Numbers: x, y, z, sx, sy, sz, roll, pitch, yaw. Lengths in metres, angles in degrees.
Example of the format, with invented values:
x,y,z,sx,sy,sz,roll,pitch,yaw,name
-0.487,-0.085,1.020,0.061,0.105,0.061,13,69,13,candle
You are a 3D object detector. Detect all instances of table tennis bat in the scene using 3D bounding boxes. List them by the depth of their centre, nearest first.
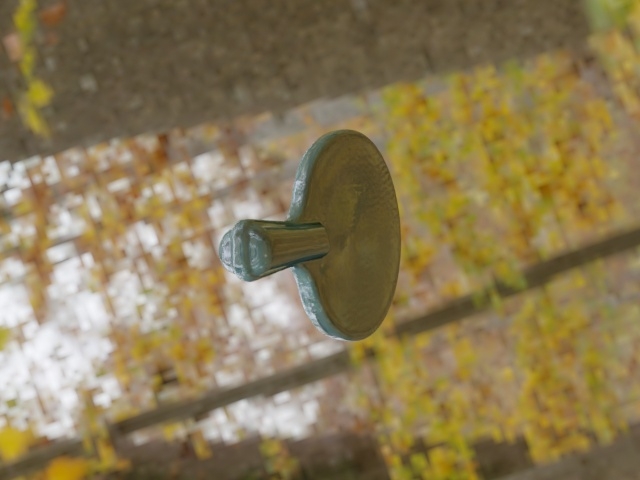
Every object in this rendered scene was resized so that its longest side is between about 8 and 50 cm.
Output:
x,y,z,sx,sy,sz,roll,pitch,yaw,name
0.000,0.000,1.345,0.237,0.038,0.149,-11,-81,-64,table tennis bat
